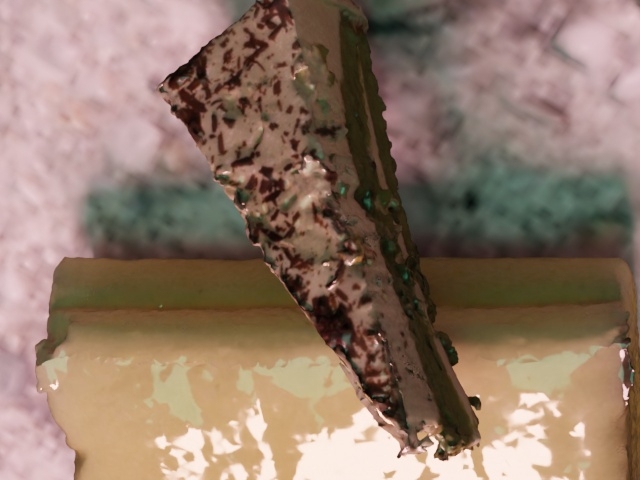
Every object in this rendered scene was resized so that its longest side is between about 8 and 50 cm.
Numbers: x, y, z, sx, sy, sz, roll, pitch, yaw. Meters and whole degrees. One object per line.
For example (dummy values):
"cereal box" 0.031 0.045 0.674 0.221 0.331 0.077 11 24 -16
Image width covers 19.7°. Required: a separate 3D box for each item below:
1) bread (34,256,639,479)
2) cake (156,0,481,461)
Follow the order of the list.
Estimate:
"bread" 0.010 0.070 0.563 0.178 0.060 0.139 -2 113 14
"cake" 0.000 0.000 0.505 0.055 0.051 0.140 -25 70 24
